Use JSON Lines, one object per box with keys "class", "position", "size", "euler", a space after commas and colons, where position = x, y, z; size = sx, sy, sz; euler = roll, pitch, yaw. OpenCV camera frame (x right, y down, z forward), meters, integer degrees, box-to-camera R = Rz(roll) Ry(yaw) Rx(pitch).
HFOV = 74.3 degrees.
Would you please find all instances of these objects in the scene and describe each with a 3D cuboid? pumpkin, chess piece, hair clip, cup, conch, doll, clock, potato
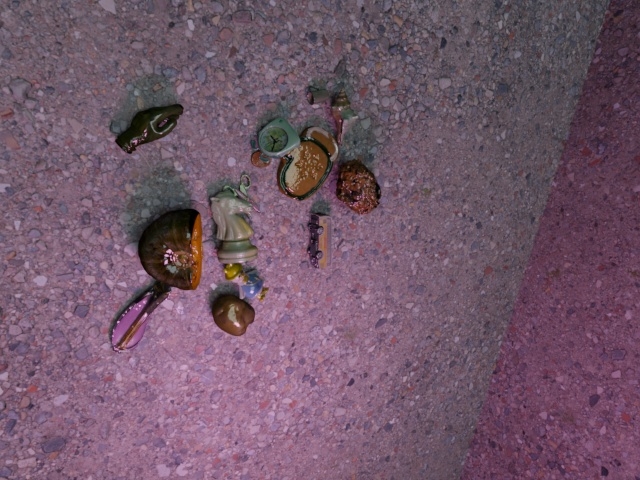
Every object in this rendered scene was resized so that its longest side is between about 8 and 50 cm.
{"class": "pumpkin", "position": [-0.578, 0.025, 1.645], "size": [0.232, 0.242, 0.324], "euler": [7, 108, -1]}
{"class": "chess piece", "position": [-0.359, -0.060, 1.760], "size": [0.176, 0.176, 0.298], "euler": [-11, 100, -26]}
{"class": "hair clip", "position": [-0.729, 0.307, 1.712], "size": [0.358, 0.096, 0.110], "euler": [-49, 157, 2]}
{"class": "cup", "position": [-0.014, -0.631, 1.836], "size": [0.083, 0.075, 0.054], "euler": [-23, 152, -25]}
{"class": "conch", "position": [0.112, -0.548, 1.866], "size": [0.114, 0.137, 0.233], "euler": [-20, 102, -8]}
{"class": "doll", "position": [-0.336, 0.178, 1.868], "size": [0.135, 0.099, 0.241], "euler": [-46, 123, -3]}
{"class": "clock", "position": [-0.191, -0.411, 1.757], "size": [0.189, 0.060, 0.148], "euler": [-33, 82, -5]}
{"class": "potato", "position": [-0.385, 0.330, 1.867], "size": [0.200, 0.137, 0.154], "euler": [45, 55, -32]}

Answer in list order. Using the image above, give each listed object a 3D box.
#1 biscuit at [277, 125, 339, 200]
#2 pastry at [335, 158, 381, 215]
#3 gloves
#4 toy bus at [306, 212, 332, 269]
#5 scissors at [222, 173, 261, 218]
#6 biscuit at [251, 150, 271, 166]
{"class": "biscuit", "position": [-0.074, -0.354, 1.874], "size": [0.287, 0.057, 0.343], "euler": [36, 86, -32]}
{"class": "pastry", "position": [0.156, -0.234, 1.934], "size": [0.193, 0.275, 0.274], "euler": [-34, 119, -7]}
{"class": "gloves", "position": [-0.612, -0.415, 1.525], "size": [0.268, 0.135, 0.107], "euler": [-37, 161, -13]}
{"class": "toy bus", "position": [0.000, 0.000, 2.007], "size": [0.106, 0.092, 0.268], "euler": [-11, 110, -35]}
{"class": "scissors", "position": [-0.325, -0.178, 1.809], "size": [0.134, 0.020, 0.187], "euler": [-35, 117, -12]}
{"class": "biscuit", "position": [-0.251, -0.351, 1.801], "size": [0.091, 0.015, 0.078], "euler": [-1, 104, -29]}
